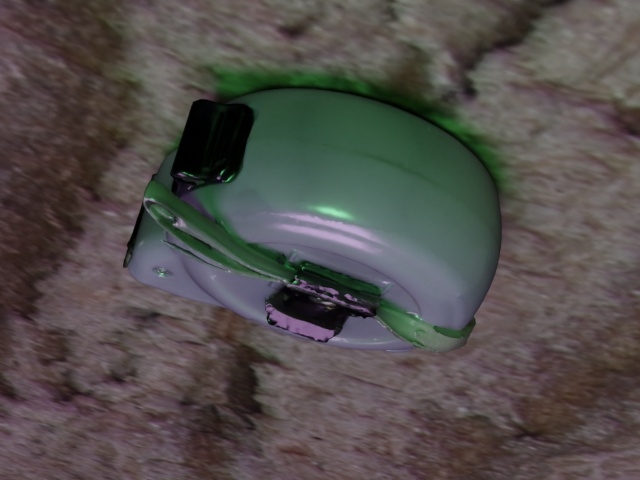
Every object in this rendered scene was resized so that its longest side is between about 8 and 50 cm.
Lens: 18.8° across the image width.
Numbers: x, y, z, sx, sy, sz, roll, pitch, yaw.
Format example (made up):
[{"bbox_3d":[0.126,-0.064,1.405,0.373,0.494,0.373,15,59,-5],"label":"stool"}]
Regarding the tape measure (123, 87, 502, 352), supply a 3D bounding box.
[{"bbox_3d":[-0.002,-0.002,1.015,0.196,0.105,0.178,18,155,-2],"label":"tape measure"}]
